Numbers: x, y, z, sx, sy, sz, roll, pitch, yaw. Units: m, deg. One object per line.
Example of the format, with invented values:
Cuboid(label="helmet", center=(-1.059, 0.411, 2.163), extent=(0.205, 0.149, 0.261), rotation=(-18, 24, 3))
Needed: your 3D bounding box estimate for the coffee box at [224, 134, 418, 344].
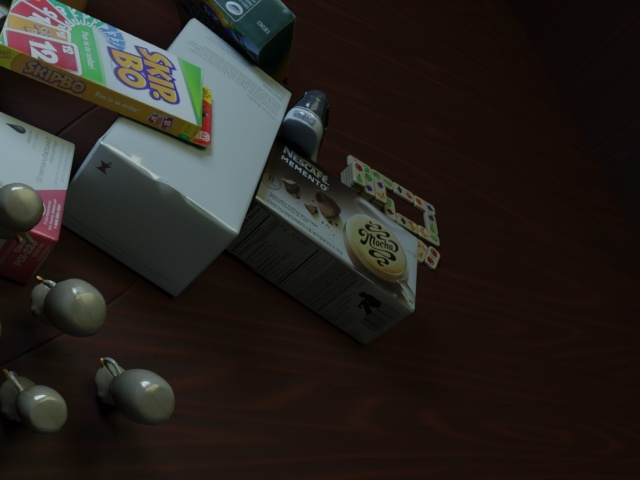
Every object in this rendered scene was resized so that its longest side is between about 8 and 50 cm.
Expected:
Cuboid(label="coffee box", center=(0.000, 0.000, 1.139), extent=(0.297, 0.119, 0.168), rotation=(36, 37, -18))

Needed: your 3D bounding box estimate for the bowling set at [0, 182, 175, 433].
Cuboid(label="bowling set", center=(-0.293, 0.100, 0.699), extent=(0.200, 0.154, 0.287), rotation=(-35, 106, -29))

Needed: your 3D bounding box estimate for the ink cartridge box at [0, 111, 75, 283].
Cuboid(label="ink cartridge box", center=(-0.388, -0.070, 0.800), extent=(0.217, 0.092, 0.159), rotation=(23, 42, -30))

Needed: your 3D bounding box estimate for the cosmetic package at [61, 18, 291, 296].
Cuboid(label="cosmetic package", center=(-0.184, -0.128, 1.028), extent=(0.197, 0.155, 0.366), rotation=(37, 36, -16))

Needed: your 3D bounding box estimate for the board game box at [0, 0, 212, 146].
Cuboid(label="board game box", center=(-0.242, -0.203, 0.893), extent=(0.259, 0.039, 0.124), rotation=(22, 40, -28))

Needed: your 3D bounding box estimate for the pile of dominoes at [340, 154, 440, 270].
Cuboid(label="pile of dominoes", center=(0.147, -0.060, 1.435), extent=(0.251, 0.040, 0.196), rotation=(28, 39, -27))

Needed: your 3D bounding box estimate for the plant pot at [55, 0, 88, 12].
Cuboid(label="plant pot", center=(-0.399, -0.458, 0.988), extent=(0.291, 0.203, 0.291), rotation=(35, 15, -10))

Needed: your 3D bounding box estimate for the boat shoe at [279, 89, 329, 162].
Cuboid(label="boat shoe", center=(-0.030, -0.165, 1.181), extent=(0.080, 0.228, 0.076), rotation=(27, 70, 3))

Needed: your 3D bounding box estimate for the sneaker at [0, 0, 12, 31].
Cuboid(label="sneaker", center=(-0.460, -0.270, 0.879), extent=(0.169, 0.108, 0.292), rotation=(25, 18, -26))

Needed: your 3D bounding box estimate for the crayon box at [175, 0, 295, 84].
Cuboid(label="crayon box", center=(-0.144, -0.350, 1.242), extent=(0.203, 0.083, 0.323), rotation=(46, -7, 1))
